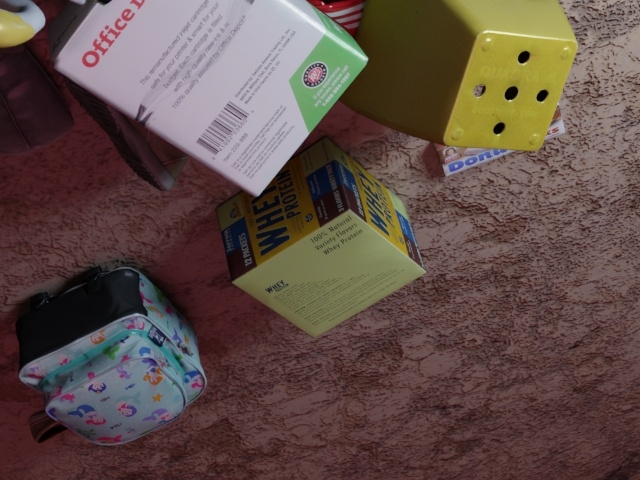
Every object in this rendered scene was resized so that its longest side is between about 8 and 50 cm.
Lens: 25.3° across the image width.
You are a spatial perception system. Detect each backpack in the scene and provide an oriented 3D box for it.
[{"bbox_3d":[-0.288,0.180,2.058,0.225,0.191,0.253,-27,145,11],"label":"backpack"}]

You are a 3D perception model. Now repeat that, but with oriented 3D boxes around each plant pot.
[{"bbox_3d":[0.176,-0.211,1.680,0.212,0.187,0.212,1,120,-30],"label":"plant pot"}]

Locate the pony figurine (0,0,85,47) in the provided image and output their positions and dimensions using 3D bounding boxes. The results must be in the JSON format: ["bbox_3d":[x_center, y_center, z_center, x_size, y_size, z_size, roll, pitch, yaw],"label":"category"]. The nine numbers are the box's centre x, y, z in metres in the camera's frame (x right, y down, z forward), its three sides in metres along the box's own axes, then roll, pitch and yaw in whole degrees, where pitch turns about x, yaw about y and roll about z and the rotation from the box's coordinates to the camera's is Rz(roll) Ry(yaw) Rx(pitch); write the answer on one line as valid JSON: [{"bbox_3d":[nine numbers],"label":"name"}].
[{"bbox_3d":[-0.393,-0.275,1.319,0.351,0.363,0.303,34,116,-14],"label":"pony figurine"}]

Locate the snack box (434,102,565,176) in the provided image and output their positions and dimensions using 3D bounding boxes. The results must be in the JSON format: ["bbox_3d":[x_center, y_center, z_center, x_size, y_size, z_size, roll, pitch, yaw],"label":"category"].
[{"bbox_3d":[0.248,-0.144,1.977,0.178,0.022,0.064,-20,143,4],"label":"snack box"}]

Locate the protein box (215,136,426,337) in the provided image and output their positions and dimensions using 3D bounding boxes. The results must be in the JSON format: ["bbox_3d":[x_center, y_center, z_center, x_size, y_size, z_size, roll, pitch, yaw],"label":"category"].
[{"bbox_3d":[0.000,0.000,1.971,0.200,0.136,0.201,-32,139,19],"label":"protein box"}]

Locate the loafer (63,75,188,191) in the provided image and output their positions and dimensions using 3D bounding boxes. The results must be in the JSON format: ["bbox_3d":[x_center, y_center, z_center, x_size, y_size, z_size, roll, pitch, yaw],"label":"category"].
[{"bbox_3d":[-0.231,-0.167,1.745,0.087,0.094,0.251,-48,142,-16],"label":"loafer"}]

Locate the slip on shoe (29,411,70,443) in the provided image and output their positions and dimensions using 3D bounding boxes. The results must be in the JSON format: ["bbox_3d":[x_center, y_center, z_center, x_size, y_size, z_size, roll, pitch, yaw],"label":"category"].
[{"bbox_3d":[-0.393,0.279,2.243,0.135,0.041,0.051,-19,141,4],"label":"slip on shoe"}]

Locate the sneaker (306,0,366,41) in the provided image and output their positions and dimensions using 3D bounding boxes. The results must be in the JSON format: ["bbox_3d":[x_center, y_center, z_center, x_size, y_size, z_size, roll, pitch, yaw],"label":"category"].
[{"bbox_3d":[-0.027,-0.236,1.739,0.221,0.087,0.128,-34,131,2],"label":"sneaker"}]

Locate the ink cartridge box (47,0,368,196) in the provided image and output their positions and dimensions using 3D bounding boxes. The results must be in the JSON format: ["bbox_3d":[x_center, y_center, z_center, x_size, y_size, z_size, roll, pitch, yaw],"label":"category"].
[{"bbox_3d":[-0.129,-0.218,1.596,0.289,0.121,0.211,33,106,-28],"label":"ink cartridge box"}]

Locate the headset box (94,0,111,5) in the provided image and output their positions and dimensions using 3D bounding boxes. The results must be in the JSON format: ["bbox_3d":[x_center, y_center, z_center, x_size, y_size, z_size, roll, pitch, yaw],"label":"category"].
[{"bbox_3d":[-0.254,-0.395,1.270,0.131,0.283,0.246,-33,142,30],"label":"headset box"}]

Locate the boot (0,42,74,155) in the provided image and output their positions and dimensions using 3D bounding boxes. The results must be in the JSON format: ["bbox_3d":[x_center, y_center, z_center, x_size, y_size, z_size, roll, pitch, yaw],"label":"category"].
[{"bbox_3d":[-0.405,-0.179,1.677,0.190,0.076,0.208,-12,148,-2],"label":"boot"}]
